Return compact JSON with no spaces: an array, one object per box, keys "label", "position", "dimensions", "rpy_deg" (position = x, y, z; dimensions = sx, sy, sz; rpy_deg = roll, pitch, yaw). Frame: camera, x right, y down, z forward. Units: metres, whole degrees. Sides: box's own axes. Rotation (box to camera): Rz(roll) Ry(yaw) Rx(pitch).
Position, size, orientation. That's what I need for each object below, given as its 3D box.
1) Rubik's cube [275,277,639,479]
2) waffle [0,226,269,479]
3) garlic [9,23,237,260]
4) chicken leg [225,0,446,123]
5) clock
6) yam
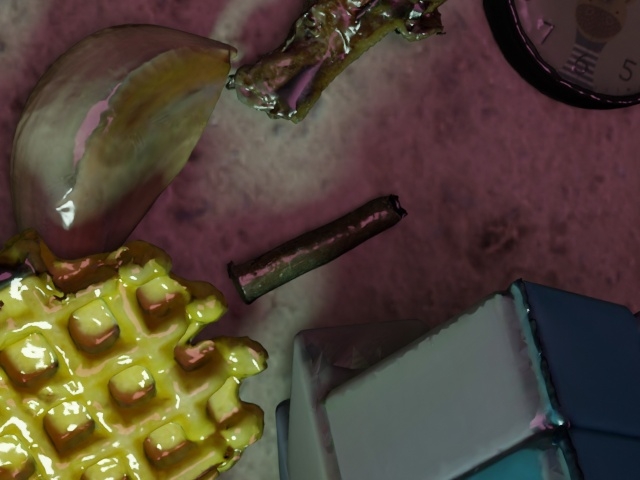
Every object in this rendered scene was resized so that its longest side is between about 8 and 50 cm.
[{"label":"Rubik's cube","position":[0.138,0.210,1.032],"dimensions":[0.358,0.368,0.387],"rpy_deg":[-3,61,-15]},{"label":"waffle","position":[-0.192,0.127,1.051],"dimensions":[0.307,0.060,0.311],"rpy_deg":[27,100,-22]},{"label":"garlic","position":[-0.139,-0.062,1.070],"dimensions":[0.101,0.087,0.195],"rpy_deg":[32,83,-30]},{"label":"chicken leg","position":[0.026,-0.162,1.117],"dimensions":[0.125,0.080,0.196],"rpy_deg":[20,96,-6]},{"label":"clock","position":[0.203,-0.181,1.176],"dimensions":[0.185,0.040,0.184],"rpy_deg":[-1,95,-15]},{"label":"yam","position":[0.000,0.000,1.141],"dimensions":[0.129,0.027,0.033],"rpy_deg":[-29,102,-13]}]
